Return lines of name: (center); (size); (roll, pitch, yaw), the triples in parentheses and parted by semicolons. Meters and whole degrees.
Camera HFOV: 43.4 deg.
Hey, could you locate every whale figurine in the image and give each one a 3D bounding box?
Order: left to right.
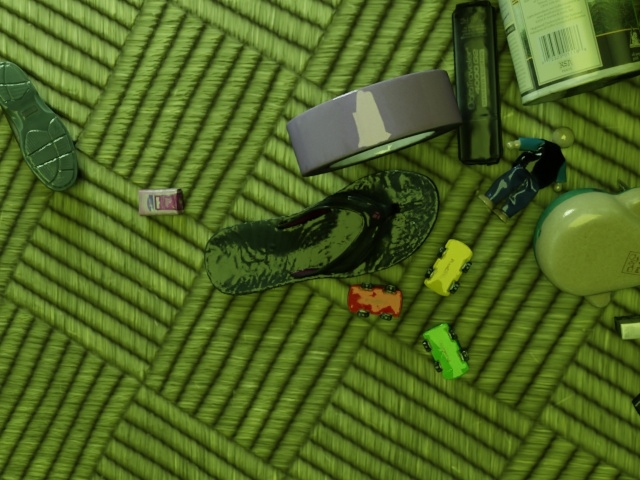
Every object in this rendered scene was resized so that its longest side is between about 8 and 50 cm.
whale figurine: (0.483, 0.005, 1.323); (0.271, 0.141, 0.216); (9, 114, -5)

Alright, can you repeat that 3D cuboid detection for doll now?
doll: (0.357, -0.121, 1.369); (0.129, 0.046, 0.189); (43, 99, -14)

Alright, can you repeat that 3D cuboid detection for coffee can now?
coffee can: (0.385, -0.373, 1.270); (0.201, 0.201, 0.276); (-14, 92, 12)

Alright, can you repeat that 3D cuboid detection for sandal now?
sandal: (-0.001, 0.003, 1.420); (0.445, 0.107, 0.168); (-19, 91, 12)

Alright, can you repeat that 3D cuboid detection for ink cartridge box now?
ink cartridge box: (0.556, 0.141, 1.345); (0.115, 0.063, 0.029); (-7, 95, 11)

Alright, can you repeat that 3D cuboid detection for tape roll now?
tape roll: (0.087, -0.186, 1.304); (0.274, 0.275, 0.090); (-19, 91, 12)

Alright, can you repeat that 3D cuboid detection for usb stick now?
usb stick: (0.269, -0.267, 1.381); (0.077, 0.045, 0.278); (-3, 94, 18)

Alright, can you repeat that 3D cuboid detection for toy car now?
toy car: (0.192, 0.137, 1.421); (0.239, 0.053, 0.225); (-26, 89, 12)

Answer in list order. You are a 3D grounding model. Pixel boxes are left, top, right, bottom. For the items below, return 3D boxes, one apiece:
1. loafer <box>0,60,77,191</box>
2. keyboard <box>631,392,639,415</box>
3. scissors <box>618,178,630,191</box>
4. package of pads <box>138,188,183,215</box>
loafer: (-0.544, -0.212, 1.537); (0.096, 0.084, 0.268); (-29, 92, -19)
keyboard: (0.607, 0.232, 1.355); (0.100, 0.038, 0.192); (42, 100, 6)
scissors: (0.611, 0.009, 1.349); (0.109, 0.021, 0.297); (-27, 88, 14)
package of pads: (-0.301, -0.071, 1.512); (0.083, 0.032, 0.050); (-1, 97, 11)
